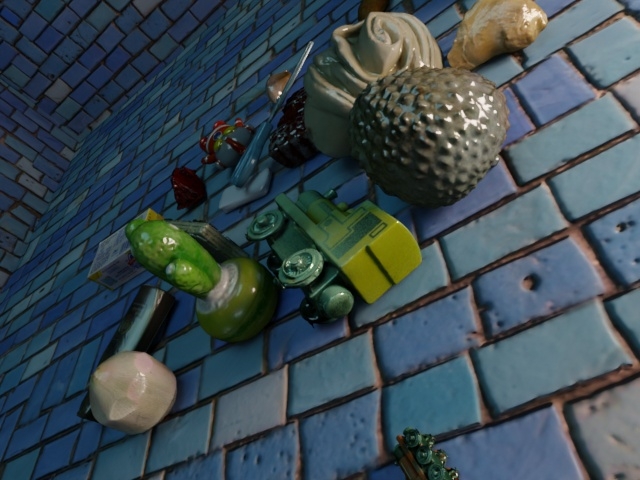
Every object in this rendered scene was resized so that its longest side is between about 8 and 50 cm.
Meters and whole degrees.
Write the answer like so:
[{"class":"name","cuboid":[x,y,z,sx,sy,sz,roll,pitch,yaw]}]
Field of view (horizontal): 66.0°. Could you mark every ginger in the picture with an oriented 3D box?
[{"class":"ginger","cuboid":[0.361,-0.412,1.004,0.193,0.115,0.122,-49,50,17]}]

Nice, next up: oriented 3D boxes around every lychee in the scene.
[{"class":"lychee","cuboid":[0.186,-0.187,0.852,0.255,0.274,0.255,-60,7,12]}]

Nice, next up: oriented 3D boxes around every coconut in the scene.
[{"class":"coconut","cuboid":[-0.406,0.312,1.043,0.171,0.183,0.171,-25,40,23]}]

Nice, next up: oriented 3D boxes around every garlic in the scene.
[{"class":"garlic","cuboid":[-0.147,-0.510,1.641,0.084,0.066,0.152,0,55,44]}]

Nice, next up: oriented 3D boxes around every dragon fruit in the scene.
[{"class":"dragon fruit","cuboid":[-0.455,-0.181,1.617,0.092,0.122,0.192,-51,35,22]}]

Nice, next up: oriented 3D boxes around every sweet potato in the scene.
[{"class":"sweet potato","cuboid":[0.164,-0.661,1.454,0.108,0.079,0.346,-17,48,18]}]

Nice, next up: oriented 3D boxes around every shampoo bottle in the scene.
[{"class":"shampoo bottle","cuboid":[-0.494,0.283,1.248,0.126,0.084,0.350,1,59,44]}]

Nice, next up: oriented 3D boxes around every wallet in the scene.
[{"class":"wallet","cuboid":[-0.215,-0.139,1.396,0.190,0.033,0.095,-21,42,31]}]

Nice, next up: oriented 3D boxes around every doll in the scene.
[{"class":"doll","cuboid":[-0.300,-0.310,1.580,0.200,0.105,0.336,-50,35,-3]}]

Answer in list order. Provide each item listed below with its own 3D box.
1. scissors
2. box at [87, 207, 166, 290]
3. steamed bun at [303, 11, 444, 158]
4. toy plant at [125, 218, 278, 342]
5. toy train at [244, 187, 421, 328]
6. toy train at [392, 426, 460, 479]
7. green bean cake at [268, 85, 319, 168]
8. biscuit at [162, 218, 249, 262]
[{"class":"scissors","cuboid":[-0.129,-0.347,1.352,0.447,0.029,0.192,-61,18,2]},{"class":"box","cuboid":[-0.613,0.031,1.591,0.265,0.097,0.168,-29,40,23]},{"class":"steamed bun","cuboid":[0.102,-0.367,1.082,0.324,0.219,0.309,-7,54,20]},{"class":"toy plant","cuboid":[-0.245,0.072,0.983,0.184,0.316,0.224,-53,34,-3]},{"class":"toy train","cuboid":[0.000,0.000,0.959,0.237,0.150,0.369,-40,36,-3]},{"class":"toy train","cuboid":[0.130,0.292,0.634,0.064,0.044,0.103,-53,35,11]},{"class":"green bean cake","cuboid":[-0.034,-0.327,1.328,0.199,0.097,0.232,-24,43,30]},{"class":"biscuit","cuboid":[-0.304,0.005,1.252,0.252,0.150,0.052,8,62,48]}]
